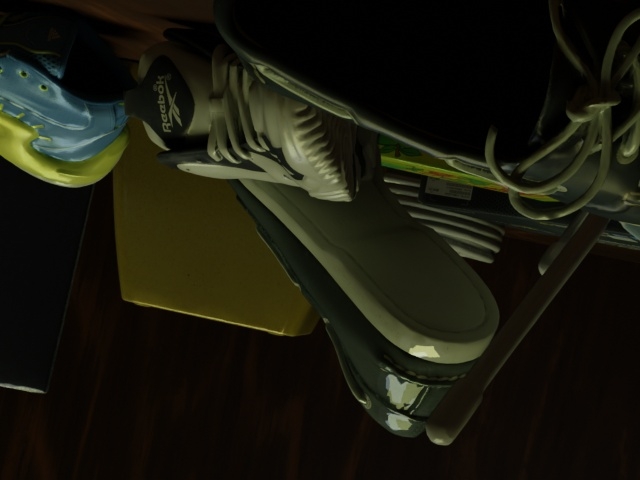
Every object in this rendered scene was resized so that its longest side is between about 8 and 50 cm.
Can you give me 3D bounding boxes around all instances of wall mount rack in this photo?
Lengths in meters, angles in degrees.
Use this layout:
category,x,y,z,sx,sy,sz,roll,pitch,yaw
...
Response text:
category,x,y,z,sx,sy,sz,roll,pitch,yaw
wall mount rack,0.214,0.077,1.013,0.350,0.130,0.304,37,-156,5

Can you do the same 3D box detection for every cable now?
category,x,y,z,sx,sy,sz,roll,pitch,yaw
cable,0.055,-0.045,1.691,0.257,0.089,0.257,11,179,41

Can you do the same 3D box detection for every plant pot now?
category,x,y,z,sx,sy,sz,roll,pitch,yaw
plant pot,-0.063,-0.025,1.462,0.212,0.187,0.212,11,179,6

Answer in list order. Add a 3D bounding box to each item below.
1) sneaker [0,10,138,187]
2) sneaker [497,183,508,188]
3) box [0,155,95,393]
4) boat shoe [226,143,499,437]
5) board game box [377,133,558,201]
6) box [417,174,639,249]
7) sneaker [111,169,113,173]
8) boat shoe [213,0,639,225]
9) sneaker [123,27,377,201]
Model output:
category,x,y,z,sx,sy,sz,roll,pitch,yaw
sneaker,-0.222,-0.129,1.165,0.240,0.091,0.126,25,142,-19
sneaker,0.145,-0.062,1.198,0.057,0.047,0.119,21,166,-39
box,-0.332,-0.023,1.738,0.183,0.296,0.294,13,178,-14
boat shoe,0.000,0.000,1.162,0.116,0.099,0.319,-7,-140,-31
board game box,0.097,-0.067,1.296,0.181,0.043,0.092,12,179,-11
box,0.226,-0.029,1.461,0.233,0.059,0.183,11,180,36
sneaker,-0.103,-0.065,1.611,0.208,0.094,0.081,31,-171,23
boat shoe,0.085,-0.060,0.650,0.255,0.095,0.079,21,-168,10
sneaker,-0.049,-0.076,1.038,0.153,0.094,0.235,3,-172,7
